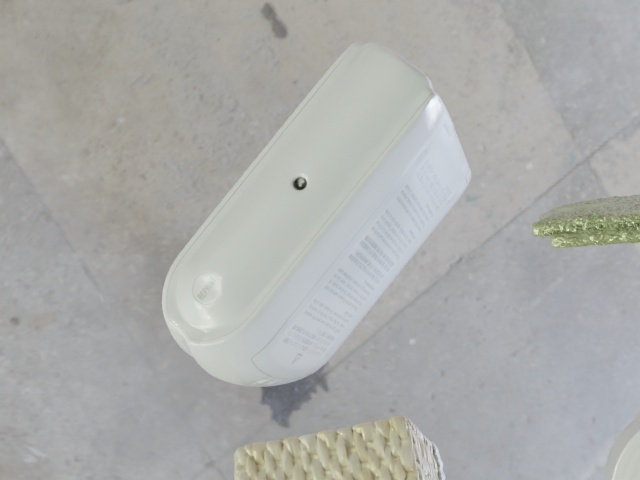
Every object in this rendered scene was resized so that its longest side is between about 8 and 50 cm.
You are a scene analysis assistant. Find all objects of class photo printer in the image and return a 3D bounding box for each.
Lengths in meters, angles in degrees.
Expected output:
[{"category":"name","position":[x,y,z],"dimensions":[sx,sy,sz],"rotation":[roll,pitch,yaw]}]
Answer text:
[{"category":"photo printer","position":[0.000,0.000,0.815],"dimensions":[0.107,0.256,0.307],"rotation":[38,90,22]}]

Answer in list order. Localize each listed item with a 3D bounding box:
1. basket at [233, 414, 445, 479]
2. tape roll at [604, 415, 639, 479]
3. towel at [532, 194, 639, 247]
[{"category":"basket","position":[0.050,0.486,1.471],"dimensions":[0.328,0.266,0.331],"rotation":[-13,60,8]},{"category":"tape roll","position":[0.587,0.391,1.363],"dimensions":[0.286,0.100,0.286],"rotation":[-1,85,12]},{"category":"towel","position":[0.238,-0.018,0.669],"dimensions":[0.110,0.148,0.027],"rotation":[-29,114,-70]}]
